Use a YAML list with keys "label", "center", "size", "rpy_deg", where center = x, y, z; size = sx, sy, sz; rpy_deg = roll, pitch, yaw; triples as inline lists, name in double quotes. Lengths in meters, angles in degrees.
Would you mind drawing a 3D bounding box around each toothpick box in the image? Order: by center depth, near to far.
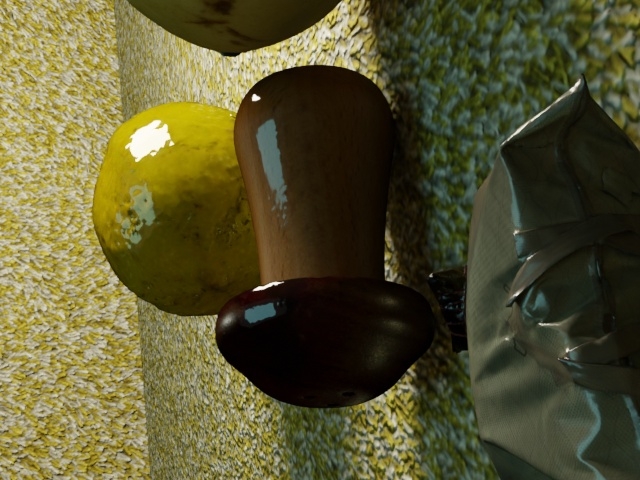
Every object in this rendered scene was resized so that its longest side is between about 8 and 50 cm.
- label: "toothpick box"
  center: [0.000, 0.000, 0.897]
  size: [0.192, 0.192, 0.294]
  rpy_deg: [129, 142, -62]

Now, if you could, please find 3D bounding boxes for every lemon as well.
- label: "lemon"
  center: [-0.157, -0.045, 1.234]
  size: [0.310, 0.257, 0.258]
  rpy_deg: [-131, 42, -52]

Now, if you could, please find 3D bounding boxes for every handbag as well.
- label: "handbag"
  center: [0.146, 0.048, 0.565]
  size: [0.182, 0.117, 0.271]
  rpy_deg: [95, 168, -68]

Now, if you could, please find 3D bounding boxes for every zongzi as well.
- label: "zongzi"
  center: [0.114, 0.062, 0.761]
  size: [0.073, 0.067, 0.083]
  rpy_deg: [-42, 69, 57]

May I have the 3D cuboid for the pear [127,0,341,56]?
- label: "pear"
  center: [-0.077, -0.331, 0.924]
  size: [0.309, 0.309, 0.309]
  rpy_deg: [179, 90, -71]
